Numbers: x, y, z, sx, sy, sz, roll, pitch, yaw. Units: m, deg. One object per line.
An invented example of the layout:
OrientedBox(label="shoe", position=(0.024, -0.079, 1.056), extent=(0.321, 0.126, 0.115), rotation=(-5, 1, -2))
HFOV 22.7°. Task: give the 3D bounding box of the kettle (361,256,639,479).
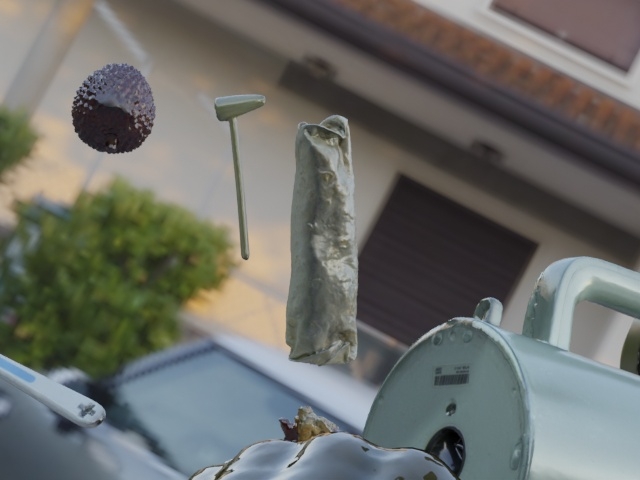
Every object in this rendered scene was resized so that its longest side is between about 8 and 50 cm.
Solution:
OrientedBox(label="kettle", position=(0.206, 0.171, 1.240), extent=(0.318, 0.205, 0.265), rotation=(17, 42, -29))

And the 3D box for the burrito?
OrientedBox(label="burrito", position=(0.000, 0.000, 1.752), extent=(0.082, 0.275, 0.059), rotation=(-1, 7, 1))

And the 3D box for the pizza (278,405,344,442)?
OrientedBox(label="pizza", position=(-0.003, 0.274, 2.033), extent=(0.069, 0.154, 0.194), rotation=(-96, 173, -53))

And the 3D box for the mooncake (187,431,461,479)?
OrientedBox(label="mooncake", position=(0.009, 0.256, 0.964), extent=(0.290, 0.290, 0.161), rotation=(27, 27, 5))

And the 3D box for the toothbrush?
OrientedBox(label="toothbrush", position=(-0.375, 0.104, 1.679), extent=(0.386, 0.040, 0.040), rotation=(24, -5, 27))

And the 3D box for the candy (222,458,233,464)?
OrientedBox(label="candy", position=(-0.022, 0.254, 1.186), extent=(0.138, 0.071, 0.174), rotation=(60, 6, -61))

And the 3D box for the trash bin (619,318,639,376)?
OrientedBox(label="trash bin", position=(0.470, 0.141, 1.774), extent=(0.214, 0.214, 0.334), rotation=(29, -17, -18))

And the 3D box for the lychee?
OrientedBox(label="lychee", position=(-0.290, -0.188, 2.266), extent=(0.123, 0.129, 0.123), rotation=(22, -21, 9))

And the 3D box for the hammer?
OrientedBox(label="hammer", position=(-0.085, -0.075, 1.883), extent=(0.060, 0.195, 0.028), rotation=(-6, -1, 11))
